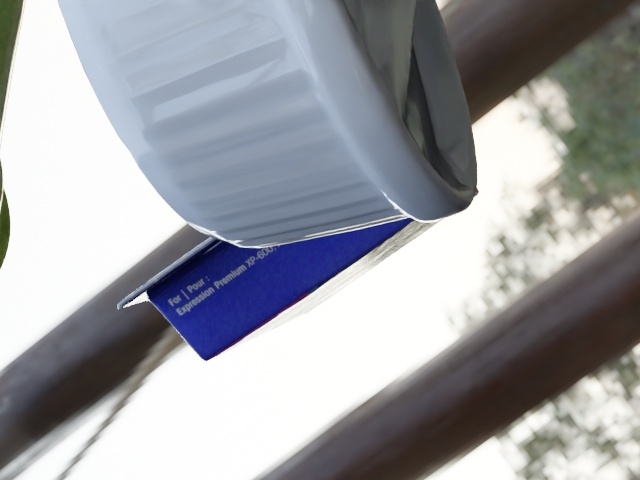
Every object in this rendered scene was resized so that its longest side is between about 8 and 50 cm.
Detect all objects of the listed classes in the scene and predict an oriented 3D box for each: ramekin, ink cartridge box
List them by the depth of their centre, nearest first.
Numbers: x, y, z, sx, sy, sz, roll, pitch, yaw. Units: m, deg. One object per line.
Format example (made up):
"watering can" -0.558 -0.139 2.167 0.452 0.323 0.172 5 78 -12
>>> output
"ramekin" -0.030 -0.120 0.871 0.273 0.127 0.273 59 -163 -31
"ink cartridge box" 0.000 0.000 1.232 0.069 0.175 0.371 57 -167 6

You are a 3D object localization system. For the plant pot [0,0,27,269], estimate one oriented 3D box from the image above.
"plant pot" -0.298 -0.117 1.117 0.276 0.254 0.276 17 -140 -15
